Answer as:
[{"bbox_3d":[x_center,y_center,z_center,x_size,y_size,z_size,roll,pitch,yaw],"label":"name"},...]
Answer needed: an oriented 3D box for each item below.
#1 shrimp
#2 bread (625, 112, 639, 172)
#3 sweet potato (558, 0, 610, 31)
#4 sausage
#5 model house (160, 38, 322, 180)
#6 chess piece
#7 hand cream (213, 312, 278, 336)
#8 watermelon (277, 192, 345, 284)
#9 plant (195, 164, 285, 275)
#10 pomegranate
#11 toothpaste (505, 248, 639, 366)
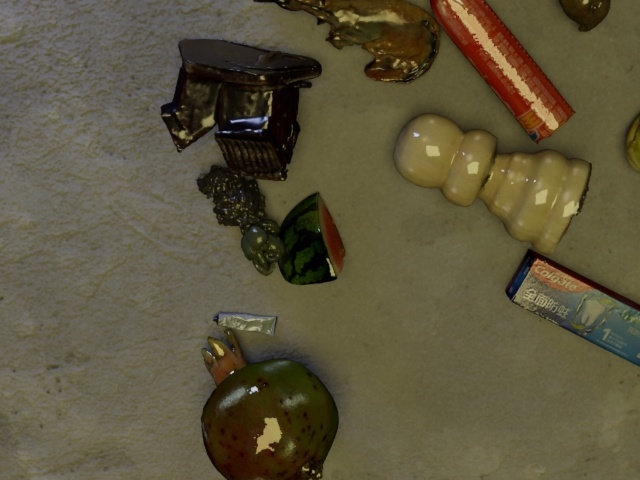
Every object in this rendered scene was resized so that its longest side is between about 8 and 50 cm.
[{"bbox_3d":[0.033,-0.281,1.612,0.262,0.066,0.117,8,103,1],"label":"shrimp"},{"bbox_3d":[0.487,-0.154,1.623,0.157,0.094,0.083,-39,104,17],"label":"bread"},{"bbox_3d":[0.315,-0.410,1.577,0.075,0.075,0.273,-27,99,7],"label":"sweet potato"},{"bbox_3d":[0.236,-0.257,1.609,0.074,0.074,0.274,-39,99,9],"label":"sausage"},{"bbox_3d":[-0.116,-0.177,1.615,0.203,0.141,0.164,15,116,16],"label":"model house"},{"bbox_3d":[0.228,-0.094,1.625,0.261,0.143,0.142,25,102,2],"label":"chess piece"},{"bbox_3d":[-0.111,0.119,1.731,0.093,0.019,0.030,8,101,-8],"label":"hand cream"},{"bbox_3d":[0.000,0.000,1.680,0.094,0.125,0.135,10,84,-31],"label":"watermelon"},{"bbox_3d":[-0.106,-0.033,1.664,0.085,0.087,0.174,-32,92,45],"label":"plant"},{"bbox_3d":[-0.081,0.235,1.672,0.198,0.198,0.246,-17,83,4],"label":"pomegranate"},{"bbox_3d":[0.424,0.119,1.697,0.320,0.066,0.076,27,102,-5],"label":"toothpaste"}]
